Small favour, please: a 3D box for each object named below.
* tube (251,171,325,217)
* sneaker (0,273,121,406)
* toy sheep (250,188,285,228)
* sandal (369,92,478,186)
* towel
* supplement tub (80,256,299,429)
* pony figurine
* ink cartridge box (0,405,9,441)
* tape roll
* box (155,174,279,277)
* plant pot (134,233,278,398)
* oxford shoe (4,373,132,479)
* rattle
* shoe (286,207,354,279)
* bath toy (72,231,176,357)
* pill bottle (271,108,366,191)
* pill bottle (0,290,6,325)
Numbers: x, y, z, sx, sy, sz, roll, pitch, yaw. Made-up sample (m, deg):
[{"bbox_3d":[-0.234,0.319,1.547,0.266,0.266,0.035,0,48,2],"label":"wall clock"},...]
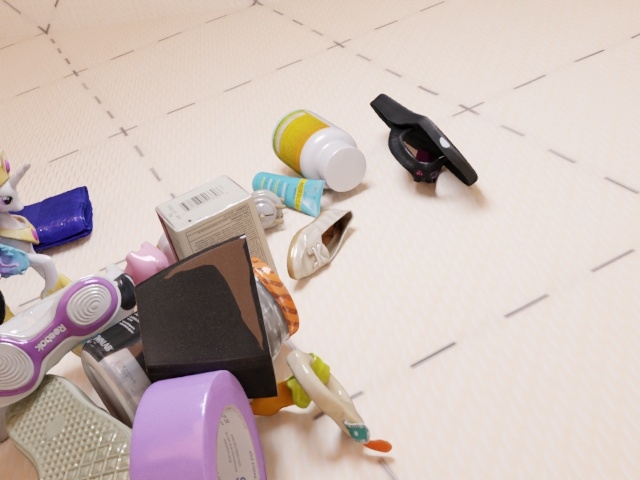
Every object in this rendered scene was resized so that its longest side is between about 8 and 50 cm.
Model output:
[{"bbox_3d":[-0.066,-0.107,1.881,0.052,0.080,0.207,-3,14,-43],"label":"tube"},{"bbox_3d":[-0.455,0.168,1.373,0.305,0.114,0.152,-33,6,-24],"label":"sneaker"},{"bbox_3d":[-0.118,-0.064,1.814,0.091,0.091,0.132,-16,13,-1],"label":"toy sheep"},{"bbox_3d":[0.202,-0.193,1.841,0.107,0.167,0.446,-44,26,3],"label":"sandal"},{"bbox_3d":[-0.679,-0.020,2.017,0.308,0.076,0.228,-19,24,-4],"label":"towel"},{"bbox_3d":[-0.200,0.167,1.380,0.316,0.194,0.193,-32,35,-25],"label":"supplement tub"},{"bbox_3d":[-0.661,0.011,1.670,0.351,0.363,0.303,-10,32,10],"label":"pony figurine"},{"bbox_3d":[-0.626,0.237,1.480,0.168,0.171,0.232,-33,34,-29],"label":"ink cartridge box"},{"bbox_3d":[-0.139,0.302,1.061,0.090,0.275,0.275,-12,32,8],"label":"tape roll"},{"bbox_3d":[-0.177,0.025,1.554,0.148,0.232,0.127,-27,33,-18],"label":"box"},{"bbox_3d":[-0.160,0.123,1.207,0.167,0.187,0.188,-11,67,-5],"label":"plant pot"},{"bbox_3d":[-0.322,0.330,1.229,0.169,0.130,0.449,-43,34,-14],"label":"oxford shoe"},{"bbox_3d":[-0.008,0.266,1.261,0.142,0.130,0.200,-34,61,-8],"label":"rattle"},{"bbox_3d":[0.000,0.000,1.666,0.058,0.077,0.219,-2,32,30],"label":"shoe"},{"bbox_3d":[-0.323,0.091,1.624,0.129,0.151,0.348,38,48,9],"label":"bath toy"},{"bbox_3d":[-0.001,-0.195,1.915,0.136,0.136,0.245,-26,33,-16],"label":"pill bottle"},{"bbox_3d":[-0.616,0.087,1.433,0.123,0.123,0.219,-34,35,-27],"label":"pill bottle"}]
